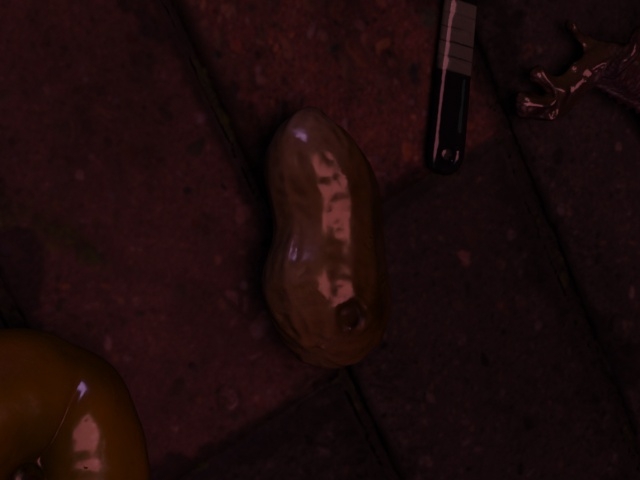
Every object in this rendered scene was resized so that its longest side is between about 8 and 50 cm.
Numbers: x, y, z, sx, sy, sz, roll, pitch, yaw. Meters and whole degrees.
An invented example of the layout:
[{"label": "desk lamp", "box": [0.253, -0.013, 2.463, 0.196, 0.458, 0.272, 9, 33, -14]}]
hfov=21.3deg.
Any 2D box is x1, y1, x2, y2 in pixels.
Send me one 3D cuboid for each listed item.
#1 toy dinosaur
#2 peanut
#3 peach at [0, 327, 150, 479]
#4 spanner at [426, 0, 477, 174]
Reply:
[{"label": "toy dinosaur", "box": [0.314, -0.143, 1.674, 0.251, 0.072, 0.200, 26, 98, -39]}, {"label": "peanut", "box": [0.000, 0.000, 1.511, 0.120, 0.110, 0.236, -11, 102, -15]}, {"label": "peach", "box": [-0.258, 0.193, 1.406, 0.251, 0.153, 0.251, 3, 85, -36]}, {"label": "spanner", "box": [0.136, -0.217, 1.587, 0.087, 0.024, 0.316, 0, 99, -31]}]
